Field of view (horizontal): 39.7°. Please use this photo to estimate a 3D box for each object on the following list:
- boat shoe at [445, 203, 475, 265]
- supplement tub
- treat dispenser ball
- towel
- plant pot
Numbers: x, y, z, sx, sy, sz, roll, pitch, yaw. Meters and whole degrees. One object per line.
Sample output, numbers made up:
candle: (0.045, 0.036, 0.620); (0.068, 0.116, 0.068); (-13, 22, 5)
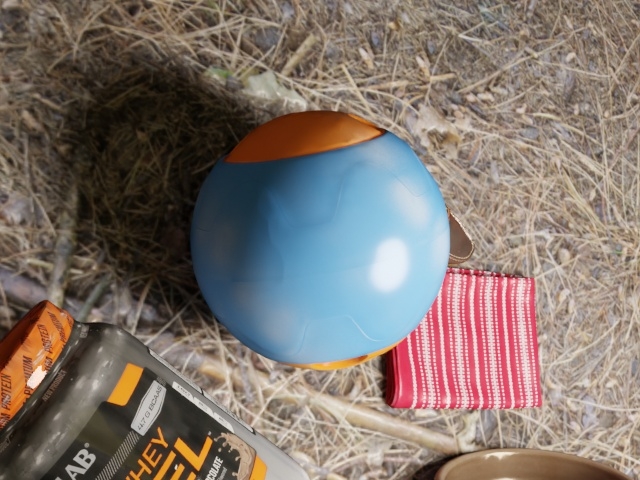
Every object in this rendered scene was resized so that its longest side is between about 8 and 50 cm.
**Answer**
boat shoe: (0.139, -0.032, 1.214); (0.207, 0.073, 0.073); (33, 63, -23)
supplement tub: (-0.188, 0.224, 0.877); (0.338, 0.207, 0.207); (41, 62, -17)
treat dispenser ball: (0.000, 0.000, 0.992); (0.288, 0.288, 0.288); (7, 76, -30)
towel: (0.203, 0.136, 1.240); (0.274, 0.031, 0.199); (6, 77, -30)
plant pot: (0.272, 0.412, 1.115); (0.262, 0.263, 0.230); (-5, 99, -32)
